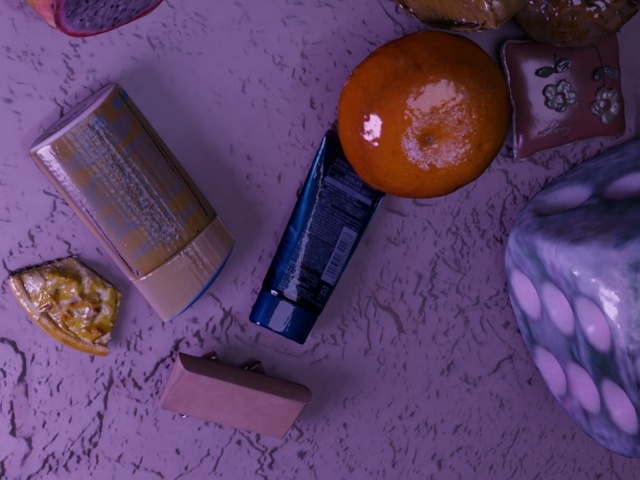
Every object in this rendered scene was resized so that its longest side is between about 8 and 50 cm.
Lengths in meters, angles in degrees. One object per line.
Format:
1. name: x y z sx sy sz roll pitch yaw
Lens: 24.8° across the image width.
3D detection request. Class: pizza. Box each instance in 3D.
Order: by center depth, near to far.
1. pizza: -0.310 0.077 1.813 0.160 0.036 0.099 43 86 -24

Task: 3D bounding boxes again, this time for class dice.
1. dice: 0.461 0.067 1.939 0.348 0.328 0.330 -30 110 -12

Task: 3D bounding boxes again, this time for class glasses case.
1. glasses case: -0.120 0.201 1.905 0.193 0.070 0.102 18 123 -25

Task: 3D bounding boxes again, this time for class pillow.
1. pillow: 0.333 -0.203 1.966 0.179 0.075 0.171 -14 105 -16

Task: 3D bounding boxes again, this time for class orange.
1. orange: 0.128 -0.163 1.845 0.224 0.170 0.224 -5 117 -10

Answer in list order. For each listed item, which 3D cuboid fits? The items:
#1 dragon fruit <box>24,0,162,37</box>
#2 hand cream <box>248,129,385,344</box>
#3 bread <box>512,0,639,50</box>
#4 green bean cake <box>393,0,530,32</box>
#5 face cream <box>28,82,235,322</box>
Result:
1. dragon fruit: -0.245 -0.385 1.619 0.290 0.290 0.189 -40 78 -8
2. hand cream: 0.000 0.000 1.904 0.120 0.061 0.271 27 87 -25
3. bread: 0.333 -0.365 1.885 0.230 0.123 0.230 1 85 -17
4. green bean cake: 0.154 -0.374 1.780 0.131 0.229 0.224 -39 115 -15
5. face cream: -0.221 -0.043 1.801 0.139 0.067 0.285 -39 112 -7
